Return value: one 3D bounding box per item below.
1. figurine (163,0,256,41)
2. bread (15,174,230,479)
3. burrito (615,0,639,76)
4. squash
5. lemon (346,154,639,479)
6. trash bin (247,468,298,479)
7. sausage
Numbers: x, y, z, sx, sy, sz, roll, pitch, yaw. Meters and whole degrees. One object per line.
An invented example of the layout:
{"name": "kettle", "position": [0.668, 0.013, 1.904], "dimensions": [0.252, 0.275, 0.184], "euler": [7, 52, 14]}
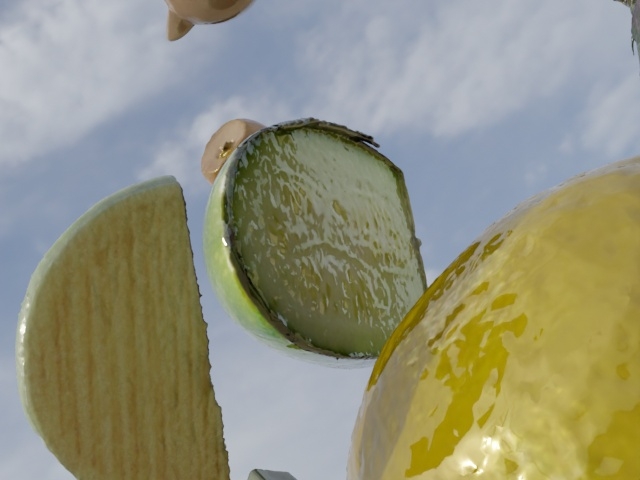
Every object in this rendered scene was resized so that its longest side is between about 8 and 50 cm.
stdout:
{"name": "figurine", "position": [-0.117, -0.281, 1.193], "dimensions": [0.125, 0.125, 0.138], "euler": [-22, -38, -23]}
{"name": "bread", "position": [-0.118, 0.068, 0.651], "dimensions": [0.112, 0.036, 0.193], "euler": [-16, -76, -30]}
{"name": "burrito", "position": [0.381, -0.177, 1.241], "dimensions": [0.066, 0.309, 0.096], "euler": [-6, -29, -6]}
{"name": "squash", "position": [0.000, 0.000, 1.079], "dimensions": [0.210, 0.234, 0.309], "euler": [-9, -11, 0]}
{"name": "lemon", "position": [0.208, 0.110, 0.711], "dimensions": [0.364, 0.364, 0.364], "euler": [-26, -30, -17]}
{"name": "trash bin", "position": [-0.037, 0.285, 1.249], "dimensions": [0.061, 0.092, 0.043], "euler": [12, -80, -33]}
{"name": "sausage", "position": [-0.018, -0.054, 1.607], "dimensions": [0.328, 0.112, 0.112], "euler": [32, -68, -33]}
